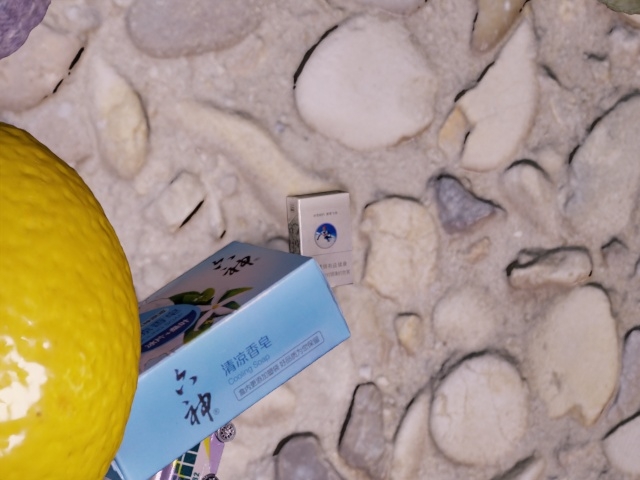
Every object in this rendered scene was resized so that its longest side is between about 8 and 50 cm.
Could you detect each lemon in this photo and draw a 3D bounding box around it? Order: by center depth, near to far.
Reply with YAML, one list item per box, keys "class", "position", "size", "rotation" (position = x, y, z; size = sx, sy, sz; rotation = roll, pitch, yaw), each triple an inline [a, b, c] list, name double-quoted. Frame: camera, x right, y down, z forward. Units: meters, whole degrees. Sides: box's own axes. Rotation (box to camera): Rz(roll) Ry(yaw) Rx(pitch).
- class: "lemon"
  position: [-0.284, 0.069, 1.399]
  size: [0.336, 0.336, 0.336]
  rotation: [-4, 97, -30]

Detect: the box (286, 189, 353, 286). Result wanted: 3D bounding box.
- class: "box"
  position: [0.000, 0.000, 1.730]
  size: [0.054, 0.024, 0.083]
  rotation: [-7, 100, -27]

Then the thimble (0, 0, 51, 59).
- class: "thimble"
  position: [-0.279, -0.203, 1.473]
  size: [0.150, 0.150, 0.098]
  rotation: [-63, 154, -10]

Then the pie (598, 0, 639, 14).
- class: "pie"
  position: [0.325, -0.365, 1.853]
  size: [0.306, 0.071, 0.306]
  rotation: [-3, 95, -30]

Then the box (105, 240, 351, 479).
- class: "box"
  position: [-0.110, 0.096, 1.608]
  size: [0.232, 0.142, 0.083]
  rotation: [-35, 111, -22]

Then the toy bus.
- class: "toy bus"
  position: [-0.114, 0.182, 1.668]
  size: [0.058, 0.052, 0.102]
  rotation: [19, 85, -30]
